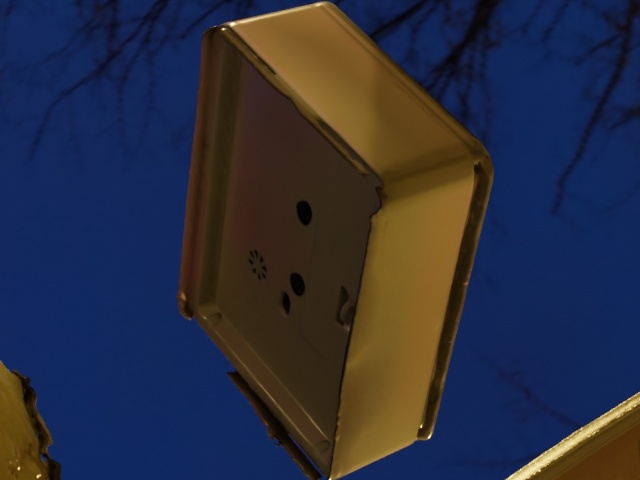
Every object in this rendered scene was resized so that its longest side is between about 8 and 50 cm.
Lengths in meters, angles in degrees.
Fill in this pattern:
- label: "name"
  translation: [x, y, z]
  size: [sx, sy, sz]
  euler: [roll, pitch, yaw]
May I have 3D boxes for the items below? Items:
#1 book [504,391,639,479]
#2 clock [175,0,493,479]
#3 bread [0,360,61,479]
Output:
- label: "book"
  translation: [0.173, 0.220, 1.304]
  size: [0.242, 0.018, 0.170]
  euler: [-25, -67, -41]
- label: "clock"
  translation: [0.000, 0.000, 0.910]
  size: [0.071, 0.192, 0.147]
  euler: [-19, -133, -29]
- label: "bread"
  translation: [-0.309, 0.154, 1.004]
  size: [0.405, 0.242, 0.345]
  euler: [39, -146, -44]
